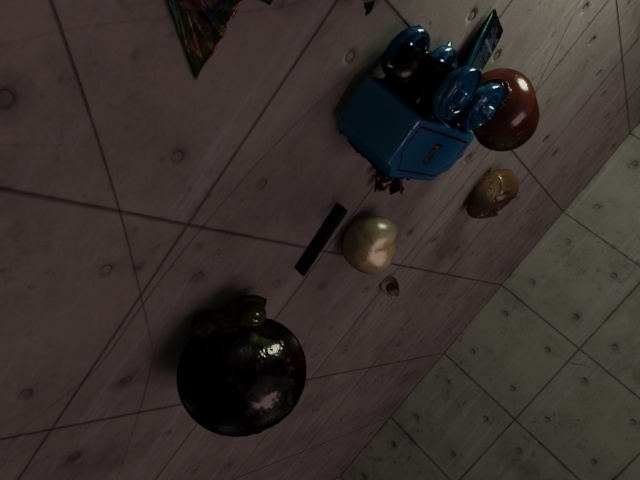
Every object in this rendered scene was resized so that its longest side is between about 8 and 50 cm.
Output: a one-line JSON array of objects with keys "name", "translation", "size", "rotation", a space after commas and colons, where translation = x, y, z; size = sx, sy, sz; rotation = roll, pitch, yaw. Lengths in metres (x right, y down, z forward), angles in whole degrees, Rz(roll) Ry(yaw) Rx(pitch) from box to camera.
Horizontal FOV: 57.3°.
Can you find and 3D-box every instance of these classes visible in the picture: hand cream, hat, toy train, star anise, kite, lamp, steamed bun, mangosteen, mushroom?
[{"name": "hand cream", "translation": [0.326, -0.371, 1.308], "size": [0.271, 0.061, 0.120], "rotation": [-57, 154, 10]}, {"name": "hat", "translation": [0.222, 0.148, 1.893], "size": [0.058, 0.042, 0.087], "rotation": [-47, 120, -7]}, {"name": "toy train", "translation": [0.193, -0.249, 1.138], "size": [0.300, 0.188, 0.265], "rotation": [-4, 136, -56]}, {"name": "star anise", "translation": [0.183, -0.175, 1.363], "size": [0.167, 0.057, 0.168], "rotation": [-36, 148, -27]}, {"name": "kite", "translation": [-0.126, -0.349, 0.714], "size": [0.233, 0.016, 0.321], "rotation": [2, 125, -55]}, {"name": "lamp", "translation": [0.435, -0.314, 1.426], "size": [0.180, 0.180, 0.258], "rotation": [-50, 155, 7]}, {"name": "steamed bun", "translation": [0.561, -0.145, 1.903], "size": [0.144, 0.106, 0.175], "rotation": [-14, 141, -48]}, {"name": "mangosteen", "translation": [-0.169, 0.268, 1.240], "size": [0.288, 0.288, 0.288], "rotation": [-35, 151, -23]}, {"name": "mushroom", "translation": [0.126, 0.007, 1.469], "size": [0.154, 0.122, 0.154], "rotation": [-5, 115, -12]}]

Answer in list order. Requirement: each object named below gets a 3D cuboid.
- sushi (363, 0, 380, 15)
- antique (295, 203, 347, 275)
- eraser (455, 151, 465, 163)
[{"name": "sushi", "translation": [0.106, -0.483, 0.835], "size": [0.220, 0.047, 0.231], "rotation": [-48, 158, -9]}, {"name": "antique", "translation": [0.000, 0.000, 1.359], "size": [0.192, 0.031, 0.015], "rotation": [-57, 159, 18]}, {"name": "eraser", "translation": [0.362, -0.247, 1.558], "size": [0.065, 0.026, 0.105], "rotation": [-36, 152, -16]}]
